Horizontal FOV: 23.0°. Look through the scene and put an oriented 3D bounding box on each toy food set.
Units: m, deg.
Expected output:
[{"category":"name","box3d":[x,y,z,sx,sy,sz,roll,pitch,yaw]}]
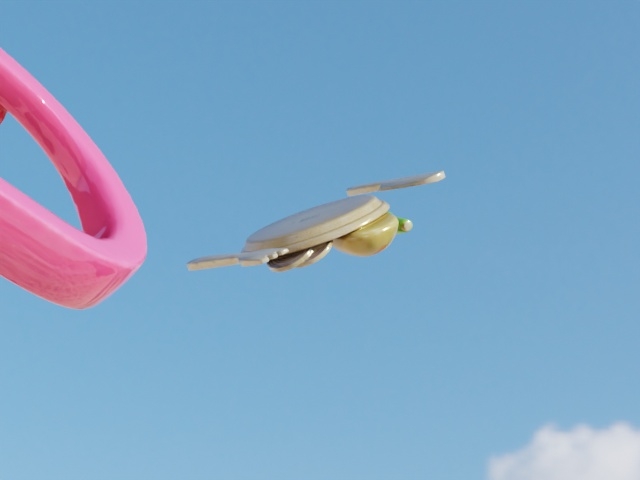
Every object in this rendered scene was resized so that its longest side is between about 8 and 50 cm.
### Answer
[{"category":"toy food set","box3d":[0.000,0.000,1.221,0.192,0.039,0.132,-25,11,-35]}]

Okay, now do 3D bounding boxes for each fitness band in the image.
[{"category":"fitness band","box3d":[-0.213,-0.069,0.924,0.054,0.209,0.291,-43,-45,10]}]
